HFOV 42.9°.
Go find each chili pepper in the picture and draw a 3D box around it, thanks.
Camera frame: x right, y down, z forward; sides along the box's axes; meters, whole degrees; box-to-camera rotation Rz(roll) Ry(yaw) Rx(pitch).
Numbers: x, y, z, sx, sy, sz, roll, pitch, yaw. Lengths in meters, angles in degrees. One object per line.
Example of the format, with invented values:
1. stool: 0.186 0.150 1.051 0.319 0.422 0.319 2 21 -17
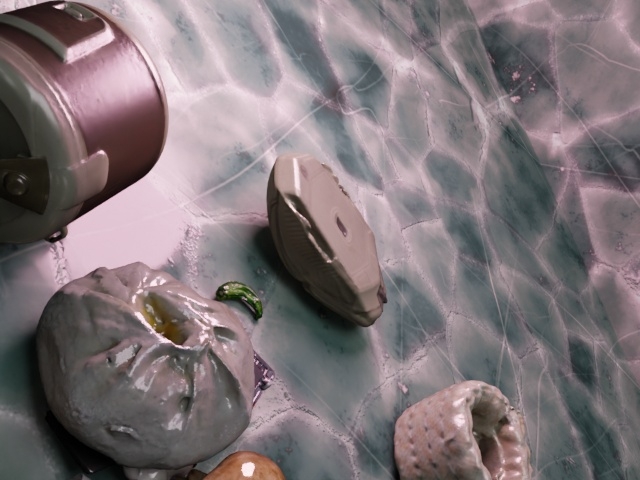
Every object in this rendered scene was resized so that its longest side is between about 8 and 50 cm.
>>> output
1. chili pepper: -0.155 0.108 1.569 0.118 0.035 0.055 37 54 -40

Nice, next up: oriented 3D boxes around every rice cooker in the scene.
1. rice cooker: -0.431 -0.182 1.218 0.335 0.335 0.325 54 38 -7

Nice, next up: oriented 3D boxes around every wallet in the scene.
1. wallet: -0.293 0.275 1.265 0.124 0.025 0.244 42 31 23

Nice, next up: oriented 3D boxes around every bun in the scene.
1. bun: -0.246 0.172 1.236 0.354 0.194 0.354 23 35 -18

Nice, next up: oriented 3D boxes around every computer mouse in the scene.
1. computer mouse: -0.002 0.003 1.727 0.429 0.145 0.228 55 28 -25

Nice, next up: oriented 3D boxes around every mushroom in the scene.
1. mushroom: -0.145 0.430 1.224 0.255 0.184 0.255 -40 138 -50

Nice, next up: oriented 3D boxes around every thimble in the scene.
1. thimble: 0.305 0.449 1.727 0.291 0.195 0.292 32 44 -38

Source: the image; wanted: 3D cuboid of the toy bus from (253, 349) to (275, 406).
1. toy bus: -0.153 0.271 1.420 0.079 0.077 0.174 50 39 -13

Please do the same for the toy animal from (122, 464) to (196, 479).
1. toy animal: -0.252 0.355 1.256 0.124 0.085 0.071 -25 84 -39

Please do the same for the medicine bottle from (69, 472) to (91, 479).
1. medicine bottle: -0.311 0.395 1.155 0.130 0.080 0.080 45 39 -18
